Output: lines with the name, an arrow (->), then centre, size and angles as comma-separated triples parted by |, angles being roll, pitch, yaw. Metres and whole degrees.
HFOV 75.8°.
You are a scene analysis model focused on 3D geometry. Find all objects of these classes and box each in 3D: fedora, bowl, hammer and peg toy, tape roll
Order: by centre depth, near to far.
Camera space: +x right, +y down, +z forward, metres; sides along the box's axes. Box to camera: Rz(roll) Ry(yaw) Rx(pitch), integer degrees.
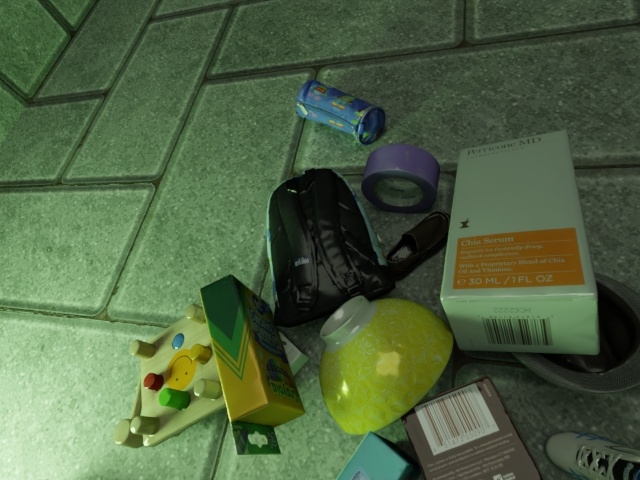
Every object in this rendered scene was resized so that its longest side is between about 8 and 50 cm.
fedora -> 0.481, 0.180, 0.786 | 0.243, 0.124, 0.275 | -41, 44, -10
bowl -> 0.091, 0.201, 0.795 | 0.289, 0.289, 0.156 | -42, 96, -7
hammer and peg toy -> -0.361, 0.320, 0.961 | 0.361, 0.127, 0.266 | -32, 52, 14
tape roll -> 0.201, -0.151, 1.037 | 0.188, 0.189, 0.080 | 5, 62, 21

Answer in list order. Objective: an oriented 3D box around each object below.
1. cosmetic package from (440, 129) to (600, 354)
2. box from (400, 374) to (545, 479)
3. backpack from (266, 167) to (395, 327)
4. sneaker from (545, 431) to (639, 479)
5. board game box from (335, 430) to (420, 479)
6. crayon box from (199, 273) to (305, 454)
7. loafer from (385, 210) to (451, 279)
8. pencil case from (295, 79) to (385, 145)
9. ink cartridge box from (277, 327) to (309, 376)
cosmetic package -> 0.389, -0.015, 0.817 | 0.229, 0.162, 0.454 | -7, 41, 29
box -> 0.253, 0.361, 0.718 | 0.168, 0.203, 0.167 | -24, 57, 5
backpack -> 0.000, 0.000, 1.005 | 0.289, 0.273, 0.356 | -22, 77, 9
sneaker -> 0.478, 0.365, 0.662 | 0.237, 0.086, 0.085 | -4, 55, 58
board game box -> 0.036, 0.496, 0.685 | 0.079, 0.254, 0.336 | 31, 75, 31
crayon box -> -0.130, 0.252, 0.837 | 0.083, 0.203, 0.323 | -26, 59, 4
loafer -> 0.240, 0.005, 1.000 | 0.220, 0.078, 0.080 | -45, 58, -9
pencil case -> 0.050, -0.398, 1.268 | 0.306, 0.120, 0.133 | 34, 47, 31
ink cartridge box -> -0.121, 0.268, 0.982 | 0.150, 0.063, 0.109 | 36, 79, 31
